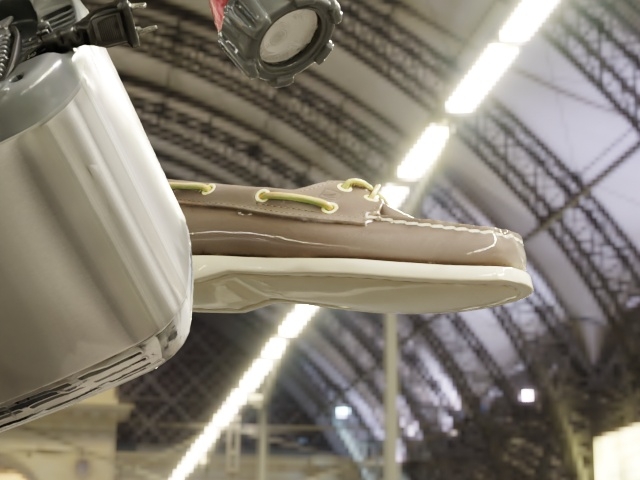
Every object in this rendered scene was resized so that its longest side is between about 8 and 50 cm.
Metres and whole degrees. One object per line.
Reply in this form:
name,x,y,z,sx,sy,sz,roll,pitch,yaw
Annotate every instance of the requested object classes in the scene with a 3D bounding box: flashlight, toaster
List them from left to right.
toaster,-0.149,-0.007,0.584,0.227,0.129,0.146,-22,-57,6
flashlight,-0.101,-0.266,1.238,0.103,0.304,0.103,9,-56,-50

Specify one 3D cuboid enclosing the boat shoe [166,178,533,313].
boat shoe,0.000,0.000,1.039,0.325,0.096,0.116,0,-20,21
